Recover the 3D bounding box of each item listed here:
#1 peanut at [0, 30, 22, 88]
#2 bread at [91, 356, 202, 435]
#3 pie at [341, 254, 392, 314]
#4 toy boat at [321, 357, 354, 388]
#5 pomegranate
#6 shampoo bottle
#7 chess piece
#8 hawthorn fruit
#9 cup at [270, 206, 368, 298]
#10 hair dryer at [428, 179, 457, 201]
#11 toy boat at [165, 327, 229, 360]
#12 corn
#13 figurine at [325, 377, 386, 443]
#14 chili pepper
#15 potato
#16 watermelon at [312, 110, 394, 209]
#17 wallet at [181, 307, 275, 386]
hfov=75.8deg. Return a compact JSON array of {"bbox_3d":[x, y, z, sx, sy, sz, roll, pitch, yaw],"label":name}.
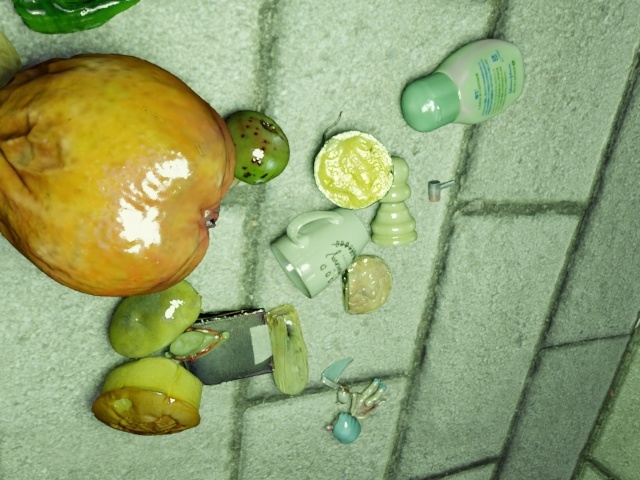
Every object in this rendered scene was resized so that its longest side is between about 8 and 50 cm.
[{"bbox_3d":[-0.634,-0.324,0.797,0.093,0.083,0.193,-31,132,-50],"label":"peanut"},{"bbox_3d":[-0.447,0.426,1.091,0.270,0.147,0.269,0,133,0],"label":"bread"},{"bbox_3d":[0.155,0.145,1.332,0.185,0.052,0.217,-7,111,-19],"label":"pie"},{"bbox_3d":[0.060,0.449,1.429,0.096,0.034,0.122,35,85,-30],"label":"toy boat"},{"bbox_3d":[-0.174,-0.218,1.000,0.180,0.211,0.179,6,80,-40],"label":"pomegranate"},{"bbox_3d":[0.388,-0.418,1.154,0.350,0.151,0.221,-26,124,-12],"label":"shampoo bottle"},{"bbox_3d":[0.211,-0.123,1.213,0.145,0.144,0.250,-12,107,-19],"label":"chess piece"},{"bbox_3d":[-0.394,-0.126,0.774,0.473,0.472,0.470,-8,113,-20],"label":"hawthorn fruit"},{"bbox_3d":[0.000,0.000,1.117,0.234,0.186,0.258,-38,147,-13],"label":"cup"},{"bbox_3d":[0.397,-0.169,1.325,0.115,0.037,0.063,-21,119,-22],"label":"hair dryer"},{"bbox_3d":[-0.338,0.276,1.091,0.185,0.089,0.071,-19,158,3],"label":"toy boat"},{"bbox_3d":[-0.105,0.334,1.255,0.122,0.123,0.304,-15,114,-16],"label":"corn"},{"bbox_3d":[0.130,0.600,1.473,0.260,0.103,0.205,-44,122,-13],"label":"figurine"},{"bbox_3d":[-0.465,-0.476,0.811,0.254,0.083,0.099,-28,109,-15],"label":"chili pepper"},{"bbox_3d":[-0.426,0.194,1.055,0.248,0.169,0.143,-41,162,-1],"label":"potato"},{"bbox_3d":[0.084,-0.197,1.120,0.232,0.127,0.204,38,103,-6],"label":"watermelon"},{"bbox_3d":[-0.273,0.301,1.180,0.263,0.071,0.220,-7,110,-3],"label":"wallet"}]
